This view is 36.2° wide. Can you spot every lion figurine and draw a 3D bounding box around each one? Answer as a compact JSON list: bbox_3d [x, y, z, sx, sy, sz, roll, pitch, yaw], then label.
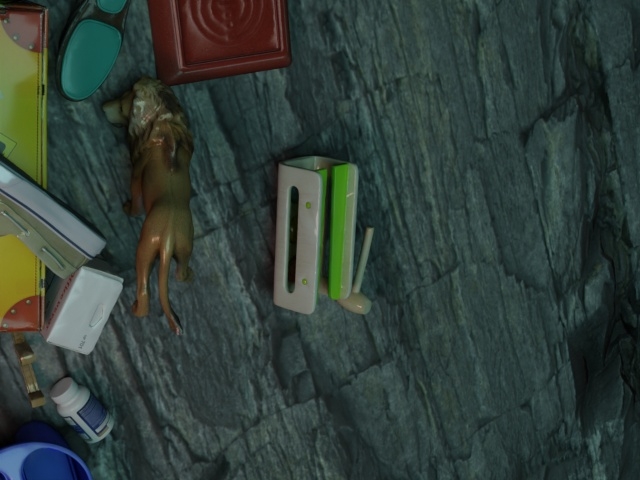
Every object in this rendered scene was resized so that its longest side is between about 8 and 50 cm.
[{"bbox_3d":[-0.256,-0.066,1.593,0.142,0.392,0.240,-6,143,-22],"label":"lion figurine"}]

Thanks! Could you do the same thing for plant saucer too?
[{"bbox_3d":[-0.165,-0.406,1.679,0.259,0.047,0.259,-14,112,-24],"label":"plant saucer"}]

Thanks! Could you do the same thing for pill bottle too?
[{"bbox_3d":[-0.430,0.303,1.758,0.067,0.067,0.120,-40,121,-12],"label":"pill bottle"}]

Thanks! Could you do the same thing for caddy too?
[{"bbox_3d":[-0.512,0.488,1.710,0.241,0.179,0.341,-20,115,-23],"label":"caddy"}]

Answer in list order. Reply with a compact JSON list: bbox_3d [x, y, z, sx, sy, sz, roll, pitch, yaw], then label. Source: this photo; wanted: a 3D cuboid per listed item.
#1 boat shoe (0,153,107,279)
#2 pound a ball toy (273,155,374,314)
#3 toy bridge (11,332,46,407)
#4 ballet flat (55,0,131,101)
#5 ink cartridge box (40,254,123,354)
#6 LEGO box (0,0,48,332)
[{"bbox_3d":[-0.435,-0.046,1.387,0.094,0.109,0.302,-50,126,-4],"label":"boat shoe"},{"bbox_3d":[0.000,0.000,1.876,0.208,0.135,0.319,-19,117,-50],"label":"pound a ball toy"},{"bbox_3d":[-0.509,0.192,1.679,0.026,0.063,0.188,-17,115,-23],"label":"toy bridge"},{"bbox_3d":[-0.356,-0.357,1.560,0.095,0.096,0.281,20,95,-36],"label":"ballet flat"},{"bbox_3d":[-0.414,0.084,1.620,0.082,0.190,0.140,24,94,-32],"label":"ink cartridge box"},{"bbox_3d":[-0.610,-0.110,1.446,0.372,0.193,0.500,-3,108,-28],"label":"LEGO box"}]
